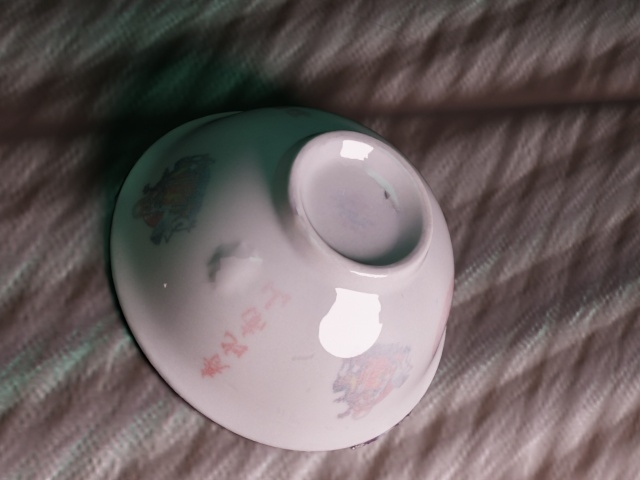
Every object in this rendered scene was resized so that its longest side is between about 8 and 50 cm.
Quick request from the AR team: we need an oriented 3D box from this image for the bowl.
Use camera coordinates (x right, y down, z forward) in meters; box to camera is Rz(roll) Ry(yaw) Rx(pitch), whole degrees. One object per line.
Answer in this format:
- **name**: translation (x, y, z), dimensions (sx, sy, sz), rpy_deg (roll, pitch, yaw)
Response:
- **bowl**: translation (0.000, 0.000, 1.540), dimensions (0.346, 0.157, 0.345), rpy_deg (13, 58, -23)
